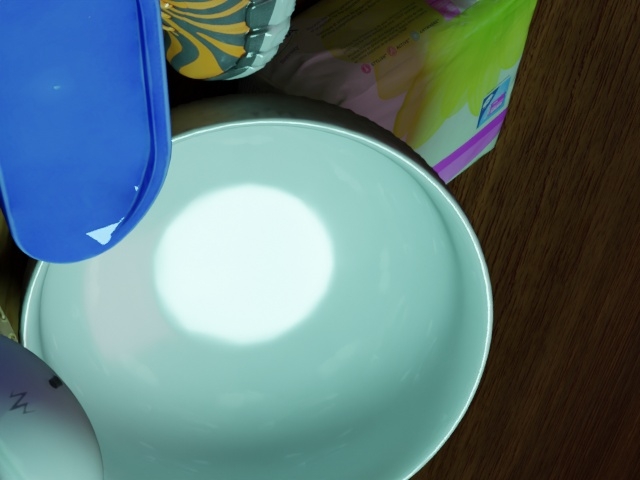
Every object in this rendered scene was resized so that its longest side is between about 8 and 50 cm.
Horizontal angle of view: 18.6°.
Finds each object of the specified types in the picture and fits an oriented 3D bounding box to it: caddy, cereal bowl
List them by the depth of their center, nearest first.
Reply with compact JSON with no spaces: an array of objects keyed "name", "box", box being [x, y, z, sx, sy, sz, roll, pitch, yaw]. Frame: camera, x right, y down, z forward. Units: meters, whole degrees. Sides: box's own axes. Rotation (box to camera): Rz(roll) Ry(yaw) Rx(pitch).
[{"name":"caddy","box":[-0.205,-0.119,0.977,0.241,0.179,0.341,-16,147,-12]},{"name":"cereal bowl","box":[-0.053,0.040,1.430,0.339,0.141,0.339,-5,116,-10]}]

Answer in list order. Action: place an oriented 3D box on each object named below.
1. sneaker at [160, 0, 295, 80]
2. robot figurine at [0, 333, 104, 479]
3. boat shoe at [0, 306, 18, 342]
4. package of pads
[{"name":"sneaker","box":[-0.106,-0.184,1.191,0.180,0.124,0.321,-14,161,-19]},{"name":"robot figurine","box":[-0.259,0.169,1.136,0.278,0.209,0.173,-39,130,-20]},{"name":"boat shoe","box":[-0.219,0.089,1.312,0.063,0.170,0.059,-19,-175,28]},{"name":"package of pads","box":[0.051,-0.116,1.588,0.296,0.101,0.229,-37,153,-34]}]
